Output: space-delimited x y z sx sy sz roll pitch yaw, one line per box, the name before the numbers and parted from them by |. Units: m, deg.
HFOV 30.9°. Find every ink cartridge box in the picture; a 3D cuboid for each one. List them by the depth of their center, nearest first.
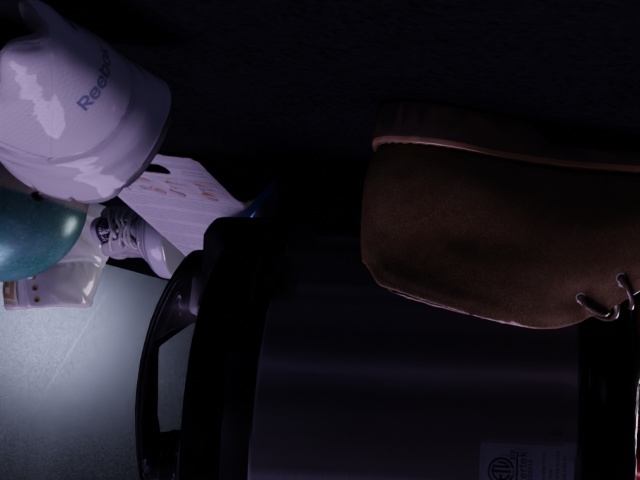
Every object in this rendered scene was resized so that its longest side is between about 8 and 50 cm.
ink cartridge box | -0.118 -0.045 1.145 0.181 0.056 0.225 8 153 36

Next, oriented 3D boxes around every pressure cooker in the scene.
pressure cooker | 0.045 0.163 0.992 0.420 0.370 0.375 1 145 9

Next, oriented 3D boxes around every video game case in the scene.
video game case | 0.000 0.000 1.099 0.166 0.015 0.119 16 139 -27

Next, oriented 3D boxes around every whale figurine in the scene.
whale figurine | -0.360 -0.033 1.213 0.216 0.141 0.272 18 172 -40

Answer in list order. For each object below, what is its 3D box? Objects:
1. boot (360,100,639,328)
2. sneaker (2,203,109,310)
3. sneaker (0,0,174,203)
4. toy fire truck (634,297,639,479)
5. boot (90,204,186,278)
boot | 0.171 0.005 0.661 0.305 0.115 0.112 10 171 14
sneaker | -0.403 0.006 1.515 0.292 0.169 0.108 20 172 -38
sneaker | -0.229 -0.105 0.653 0.297 0.111 0.129 6 155 23
toy fire truck | 0.350 0.172 1.266 0.246 0.217 0.158 11 173 6
boot | -0.219 -0.002 1.393 0.123 0.095 0.258 5 174 3
